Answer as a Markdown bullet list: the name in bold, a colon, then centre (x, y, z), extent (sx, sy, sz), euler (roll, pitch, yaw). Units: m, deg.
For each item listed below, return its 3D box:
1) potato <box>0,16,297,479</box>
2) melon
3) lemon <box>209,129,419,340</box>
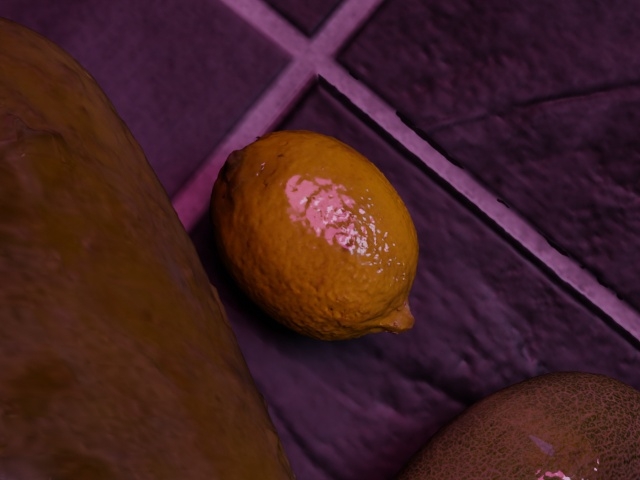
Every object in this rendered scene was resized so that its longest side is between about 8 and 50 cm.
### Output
- **potato**: centre (-0.144, 0.087, 0.516), extent (0.270, 0.219, 0.359), euler (-7, 66, -32)
- **melon**: centre (0.082, 0.119, 0.649), extent (0.162, 0.099, 0.099), euler (-32, 84, -24)
- **lemon**: centre (0.000, 0.000, 0.672), extent (0.110, 0.082, 0.082), euler (46, 62, -4)
